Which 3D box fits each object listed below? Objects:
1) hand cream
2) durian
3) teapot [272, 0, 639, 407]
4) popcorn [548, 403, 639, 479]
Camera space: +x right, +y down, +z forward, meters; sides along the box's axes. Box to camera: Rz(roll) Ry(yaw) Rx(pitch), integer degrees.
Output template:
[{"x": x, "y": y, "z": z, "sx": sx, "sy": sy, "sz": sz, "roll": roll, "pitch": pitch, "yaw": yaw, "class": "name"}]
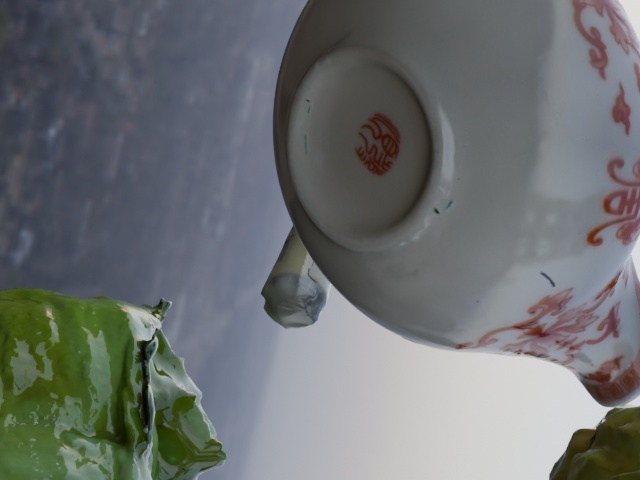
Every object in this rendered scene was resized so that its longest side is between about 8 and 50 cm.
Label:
[{"x": 0.000, "y": 0.000, "z": 1.141, "sx": 0.143, "sy": 0.039, "sz": 0.061, "roll": -68, "pitch": 152, "yaw": -46, "class": "hand cream"}, {"x": -0.201, "y": 0.145, "z": 1.060, "sx": 0.256, "sy": 0.340, "sz": 0.204, "roll": -124, "pitch": -143, "yaw": -56, "class": "durian"}, {"x": 0.046, "y": -0.052, "z": 0.666, "sx": 0.159, "sy": 0.116, "sz": 0.245, "roll": -22, "pitch": -102, "yaw": 56, "class": "teapot"}, {"x": 0.257, "y": 0.214, "z": 1.082, "sx": 0.282, "sy": 0.282, "sz": 0.247, "roll": -91, "pitch": -173, "yaw": -81, "class": "popcorn"}]
